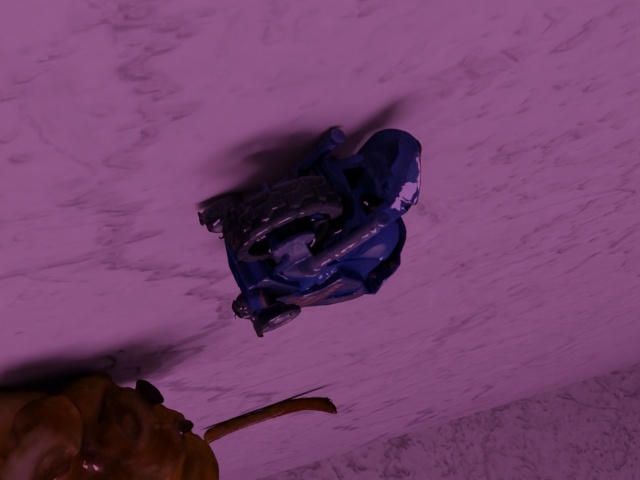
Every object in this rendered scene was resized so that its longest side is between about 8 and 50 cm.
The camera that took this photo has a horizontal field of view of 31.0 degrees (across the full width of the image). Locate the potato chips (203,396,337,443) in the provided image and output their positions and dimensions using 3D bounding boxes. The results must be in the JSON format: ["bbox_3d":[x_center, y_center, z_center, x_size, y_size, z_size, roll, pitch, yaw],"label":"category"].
[{"bbox_3d":[-0.073,0.245,1.592,0.204,0.037,0.026,-16,157,16],"label":"potato chips"}]

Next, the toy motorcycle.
[{"bbox_3d":[0.000,0.000,0.640,0.114,0.076,0.205,-25,166,-10],"label":"toy motorcycle"}]

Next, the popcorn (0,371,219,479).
[{"bbox_3d":[-0.199,0.195,0.955,0.191,0.190,0.253,-46,159,-12],"label":"popcorn"}]
